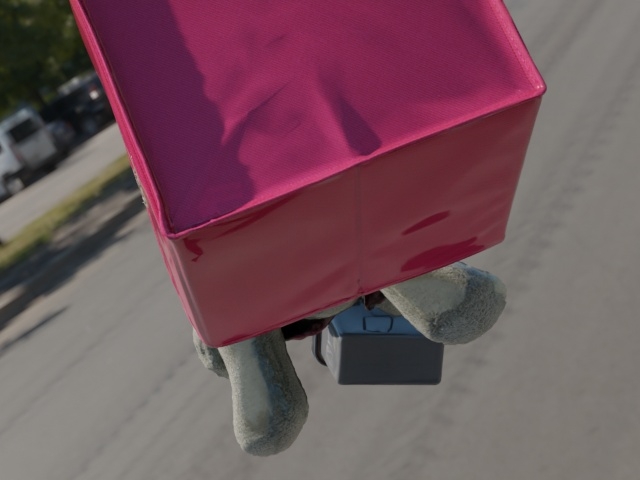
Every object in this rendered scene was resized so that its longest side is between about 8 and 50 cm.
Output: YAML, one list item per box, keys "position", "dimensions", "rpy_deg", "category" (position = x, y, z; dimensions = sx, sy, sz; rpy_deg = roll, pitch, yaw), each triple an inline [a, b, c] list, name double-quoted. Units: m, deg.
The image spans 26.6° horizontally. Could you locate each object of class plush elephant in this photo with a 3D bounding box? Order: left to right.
- position: [0.000, 0.000, 1.251]
  dimensions: [0.272, 0.330, 0.255]
  rpy_deg: [-40, -11, 19]
  category: "plush elephant"

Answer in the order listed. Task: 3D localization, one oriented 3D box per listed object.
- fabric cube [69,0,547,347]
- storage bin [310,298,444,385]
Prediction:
- position: [-0.020, -0.106, 0.961]
  dimensions: [0.259, 0.254, 0.258]
  rpy_deg: [-21, -18, -5]
  category: "fabric cube"
- position: [0.064, 0.097, 1.358]
  dimensions: [0.135, 0.098, 0.091]
  rpy_deg: [1, 18, -9]
  category: "storage bin"
